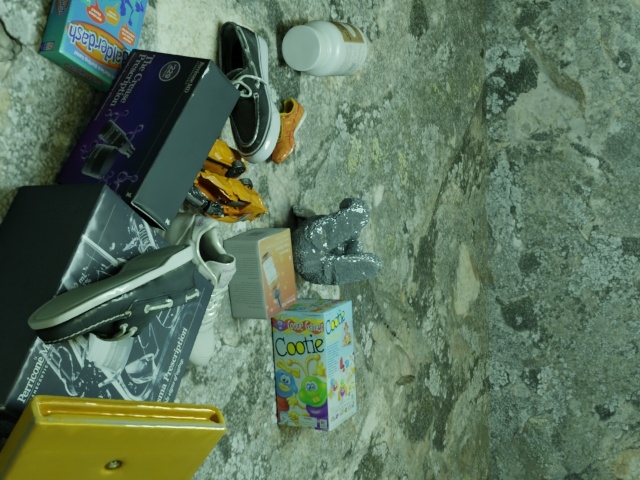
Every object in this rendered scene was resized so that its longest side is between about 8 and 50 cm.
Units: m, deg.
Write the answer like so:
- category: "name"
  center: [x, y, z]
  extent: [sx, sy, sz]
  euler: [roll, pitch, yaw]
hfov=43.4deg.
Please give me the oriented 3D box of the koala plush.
- category: "koala plush"
  center: [0.000, 0.000, 1.865]
  extent: [0.203, 0.221, 0.196]
  euler: [-18, 108, -16]

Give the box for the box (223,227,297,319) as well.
- category: "box"
  center: [-0.126, 0.068, 1.720]
  extent: [0.130, 0.091, 0.170]
  euler: [-27, 115, -59]

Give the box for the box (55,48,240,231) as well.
- category: "box"
  center: [-0.273, -0.166, 1.284]
  extent: [0.261, 0.184, 0.103]
  euler: [-65, 148, -15]

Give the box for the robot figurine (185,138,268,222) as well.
- category: "robot figurine"
  center: [-0.216, -0.121, 1.509]
  extent: [0.291, 0.085, 0.211]
  euler: [15, 47, -60]

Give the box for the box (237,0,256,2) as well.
- category: "box"
  center: [-0.076, -0.592, 1.773]
  extent: [0.275, 0.113, 0.094]
  euler: [-40, 125, -56]

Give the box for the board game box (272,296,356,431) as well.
- category: "board game box"
  center: [-0.013, 0.284, 1.883]
  extent: [0.144, 0.142, 0.275]
  euler: [-15, 105, -60]

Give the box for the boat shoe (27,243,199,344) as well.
- category: "boat shoe"
  center: [-0.258, 0.086, 1.080]
  extent: [0.302, 0.114, 0.091]
  euler: [-30, 110, -56]

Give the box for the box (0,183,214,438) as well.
- category: "box"
  center: [-0.356, 0.141, 1.205]
  extent: [0.312, 0.179, 0.343]
  euler: [50, 48, -49]

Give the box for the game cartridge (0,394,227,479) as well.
- category: "game cartridge"
  center: [-0.326, 0.343, 1.114]
  extent: [0.285, 0.324, 0.053]
  euler: [14, 33, -40]

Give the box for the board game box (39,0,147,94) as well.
- category: "board game box"
  center: [-0.362, -0.365, 1.313]
  extent: [0.160, 0.047, 0.210]
  euler: [30, 66, -59]

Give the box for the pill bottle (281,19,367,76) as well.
- category: "pill bottle"
  center: [0.008, -0.456, 1.912]
  extent: [0.229, 0.131, 0.131]
  euler: [-22, 110, -60]

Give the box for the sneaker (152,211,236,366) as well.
- category: "sneaker"
  center: [-0.225, 0.095, 1.474]
  extent: [0.114, 0.152, 0.305]
  euler: [-37, 124, -58]

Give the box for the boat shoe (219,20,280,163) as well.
- category: "boat shoe"
  center: [-0.155, -0.302, 1.602]
  extent: [0.105, 0.113, 0.306]
  euler: [25, 56, -51]

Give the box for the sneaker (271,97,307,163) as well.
- category: "sneaker"
  center: [-0.086, -0.249, 1.836]
  extent: [0.067, 0.064, 0.175]
  euler: [37, 51, -33]
